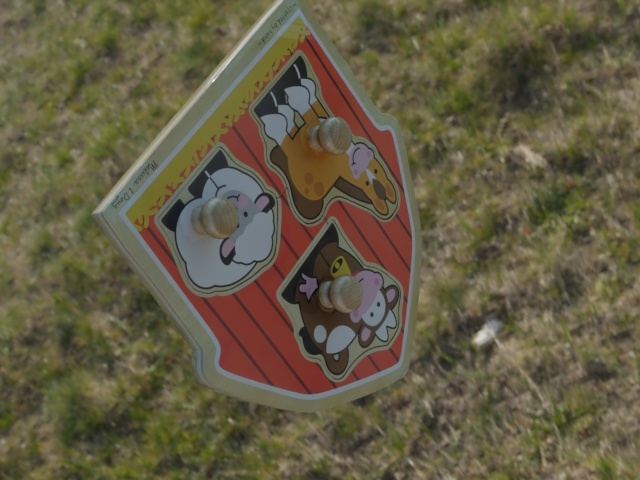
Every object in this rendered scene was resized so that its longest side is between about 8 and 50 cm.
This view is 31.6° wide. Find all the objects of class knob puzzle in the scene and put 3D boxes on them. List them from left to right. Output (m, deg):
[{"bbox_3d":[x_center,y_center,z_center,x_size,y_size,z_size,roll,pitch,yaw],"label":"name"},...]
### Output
[{"bbox_3d":[0.000,0.000,0.566,0.030,0.213,0.213,-6,50,44],"label":"knob puzzle"}]
